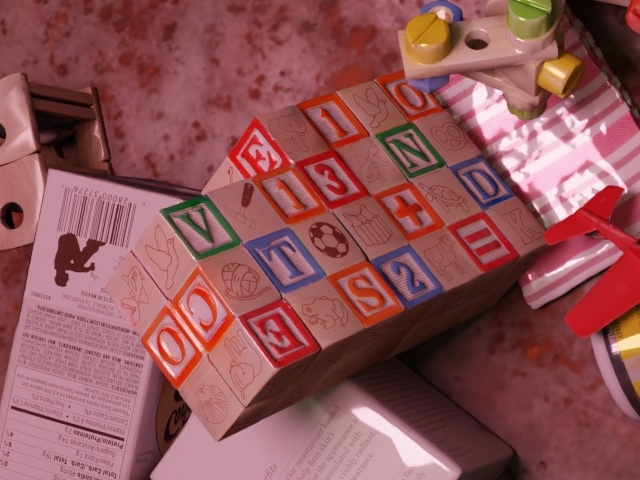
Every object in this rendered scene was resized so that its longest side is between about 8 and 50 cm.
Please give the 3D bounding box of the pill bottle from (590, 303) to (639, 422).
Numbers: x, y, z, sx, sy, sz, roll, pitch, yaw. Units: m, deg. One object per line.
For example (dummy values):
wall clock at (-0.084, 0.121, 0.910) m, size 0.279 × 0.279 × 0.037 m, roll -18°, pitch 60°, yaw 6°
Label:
pill bottle at (0.283, 0.052, 1.266) m, size 0.184 × 0.103 × 0.103 m, roll -21°, pitch 82°, yaw 23°

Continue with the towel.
towel at (0.163, -0.066, 1.358) m, size 0.144 × 0.029 × 0.197 m, roll -34°, pitch 78°, yaw 17°

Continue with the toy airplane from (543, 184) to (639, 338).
toy airplane at (0.213, 0.002, 1.271) m, size 0.151 × 0.151 × 0.028 m, roll -17°, pitch 123°, yaw 19°

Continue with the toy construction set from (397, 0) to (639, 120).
toy construction set at (0.228, -0.146, 1.254) m, size 0.327 × 0.151 × 0.215 m, roll 20°, pitch 61°, yaw 0°

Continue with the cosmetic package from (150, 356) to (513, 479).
cosmetic package at (0.011, 0.161, 1.344) m, size 0.183 × 0.151 × 0.151 m, roll 39°, pitch 102°, yaw 17°

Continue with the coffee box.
coffee box at (-0.146, 0.105, 1.396) m, size 0.119 × 0.168 × 0.297 m, roll 13°, pitch 94°, yaw 20°

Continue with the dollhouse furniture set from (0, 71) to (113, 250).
dollhouse furniture set at (-0.271, -0.040, 1.464) m, size 0.183 × 0.129 × 0.129 m, roll -14°, pitch 84°, yaw 19°

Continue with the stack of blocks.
stack of blocks at (0.000, 0.000, 1.270) m, size 0.171 × 0.297 × 0.087 m, roll 52°, pitch 133°, yaw 15°
